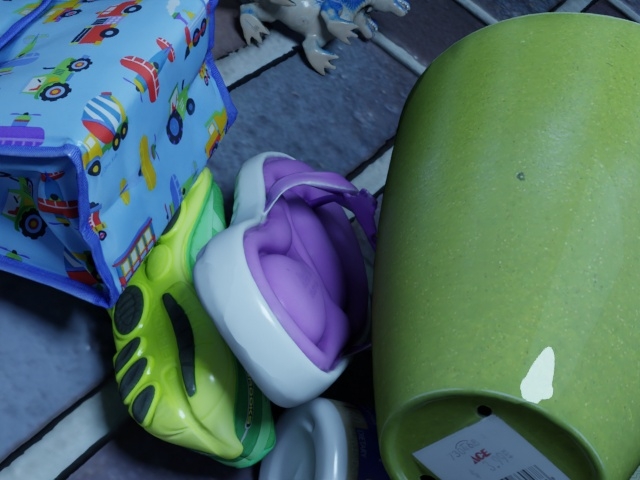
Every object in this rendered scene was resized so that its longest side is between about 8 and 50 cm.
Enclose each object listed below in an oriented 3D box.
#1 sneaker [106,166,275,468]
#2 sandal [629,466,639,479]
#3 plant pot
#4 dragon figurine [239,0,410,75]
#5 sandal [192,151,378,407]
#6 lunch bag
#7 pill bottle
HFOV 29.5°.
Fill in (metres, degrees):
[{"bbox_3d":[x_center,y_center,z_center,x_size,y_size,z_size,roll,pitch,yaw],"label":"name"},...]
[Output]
[{"bbox_3d":[-0.096,0.055,0.905,0.123,0.109,0.296,50,17,-36],"label":"sneaker"},{"bbox_3d":[0.161,0.140,0.983,0.120,0.086,0.303,-6,30,-35],"label":"sandal"},{"bbox_3d":[0.145,0.041,0.801,0.274,0.275,0.293,31,44,-5],"label":"plant pot"},{"bbox_3d":[-0.035,-0.273,1.324,0.289,0.085,0.144,20,38,-21],"label":"dragon figurine"},{"bbox_3d":[0.008,0.013,0.915,0.169,0.102,0.416,56,12,-11],"label":"sandal"},{"bbox_3d":[-0.242,-0.095,0.891,0.293,0.138,0.221,10,44,17],"label":"lunch bag"},{"bbox_3d":[0.060,0.179,0.855,0.186,0.112,0.112,15,40,-26],"label":"pill bottle"}]
